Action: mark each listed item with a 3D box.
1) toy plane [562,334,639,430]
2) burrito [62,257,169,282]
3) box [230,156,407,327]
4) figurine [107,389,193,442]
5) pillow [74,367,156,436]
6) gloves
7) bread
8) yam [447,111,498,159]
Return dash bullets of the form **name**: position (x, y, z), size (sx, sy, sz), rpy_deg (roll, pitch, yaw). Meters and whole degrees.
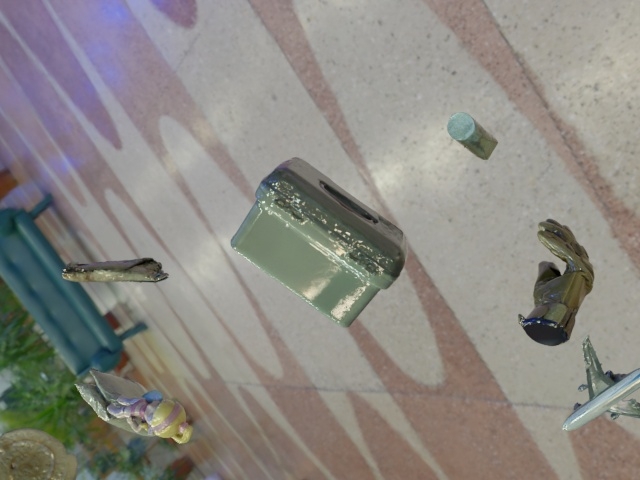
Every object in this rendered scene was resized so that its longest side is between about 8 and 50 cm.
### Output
- **toy plane**: position (0.483, 0.247, 1.203), size (0.226, 0.058, 0.226), rpy_deg (40, 127, -8)
- **burrito**: position (-0.342, 0.051, 1.238), size (0.051, 0.171, 0.042), rpy_deg (-132, 41, -66)
- **box**: position (0.000, 0.000, 0.945), size (0.210, 0.129, 0.148), rpy_deg (36, -165, -2)
- **figurine**: position (-0.297, 0.306, 1.294), size (0.187, 0.083, 0.083), rpy_deg (1, 127, 37)
- **pillow**: position (-0.402, 0.334, 1.508), size (0.134, 0.078, 0.181), rpy_deg (39, 176, 35)
- **gloves**: position (0.546, 0.086, 1.671), size (0.141, 0.331, 0.154), rpy_deg (5, 140, 27)
- **bread**: position (-0.477, 0.382, 1.198), size (0.148, 0.134, 0.141), rpy_deg (28, 151, -11)
- **yam**: position (0.358, -0.240, 1.723), size (0.068, 0.068, 0.169), rpy_deg (31, -174, 37)
